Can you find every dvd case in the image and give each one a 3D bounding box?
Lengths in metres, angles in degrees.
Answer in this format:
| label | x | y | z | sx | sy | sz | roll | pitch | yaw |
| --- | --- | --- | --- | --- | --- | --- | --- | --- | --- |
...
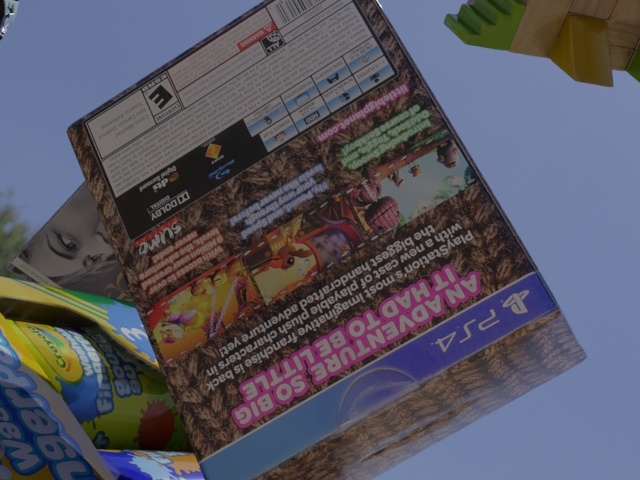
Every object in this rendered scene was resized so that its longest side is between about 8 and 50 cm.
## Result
| label | x | y | z | sx | sy | sz | roll | pitch | yaw |
| --- | --- | --- | --- | --- | --- | --- | --- | --- | --- |
| dvd case | -0.218 | 0.004 | 1.176 | 0.164 | 0.018 | 0.221 | 39 | -71 | -23 |

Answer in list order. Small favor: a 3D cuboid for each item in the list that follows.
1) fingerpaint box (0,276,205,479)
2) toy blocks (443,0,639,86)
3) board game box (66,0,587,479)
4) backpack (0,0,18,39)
| label | x | y | z | sx | sy | sz | roll | pitch | yaw |
| --- | --- | --- | --- | --- | --- | --- | --- | --- | --- |
| fingerpaint box | -0.143 | 0.219 | 0.727 | 0.445 | 0.163 | 0.371 | 47 | 16 | 33 |
| toy blocks | 0.324 | -0.301 | 1.013 | 0.381 | 0.191 | 0.261 | 4 | -57 | -27 |
| board game box | 0.000 | 0.000 | 0.708 | 0.232 | 0.291 | 0.141 | -30 | -25 | 9 |
| backpack | -0.507 | -0.349 | 1.511 | 0.151 | 0.115 | 0.182 | 24 | 14 | -10 |
